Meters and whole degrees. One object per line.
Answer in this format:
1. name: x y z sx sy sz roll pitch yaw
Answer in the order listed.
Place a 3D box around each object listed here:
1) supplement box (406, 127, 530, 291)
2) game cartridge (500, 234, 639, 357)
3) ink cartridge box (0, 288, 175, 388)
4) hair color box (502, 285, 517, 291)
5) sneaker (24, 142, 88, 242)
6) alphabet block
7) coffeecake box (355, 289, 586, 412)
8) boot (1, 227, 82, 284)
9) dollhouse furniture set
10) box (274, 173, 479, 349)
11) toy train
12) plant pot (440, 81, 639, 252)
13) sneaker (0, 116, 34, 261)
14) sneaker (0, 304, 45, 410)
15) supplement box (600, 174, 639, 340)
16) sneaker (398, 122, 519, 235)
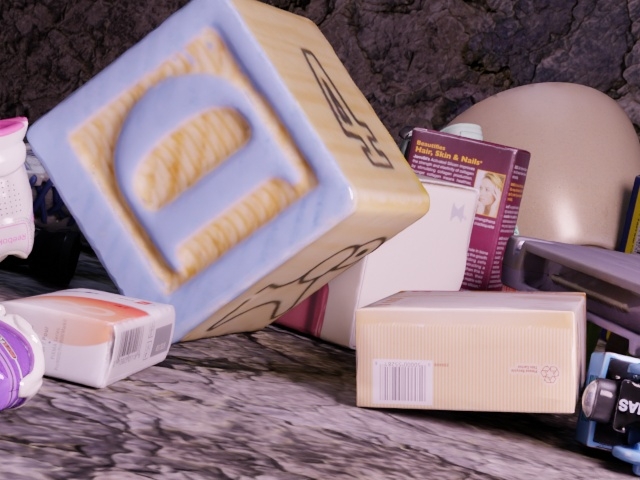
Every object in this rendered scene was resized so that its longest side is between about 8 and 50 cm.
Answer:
1. supplement box: 0.127 -0.005 1.539 0.104 0.188 0.081 13 4 18
2. game cartridge: 0.304 0.057 1.258 0.230 0.068 0.355 13 4 -13
3. ink cartridge box: -0.193 0.044 0.998 0.179 0.045 0.145 15 4 8
4. hair color box: 0.161 0.057 1.738 0.167 0.053 0.093 11 4 -27
5. sneaker: -0.310 -0.043 1.580 0.296 0.112 0.131 10 22 0
6. alphabet block: -0.062 -0.052 1.202 0.193 0.192 0.197 59 16 10
7. coffeecake box: 0.110 0.073 1.117 0.142 0.068 0.185 0 2 12
8. boot: -0.251 0.004 1.340 0.099 0.045 0.121 14 -3 -7
9. dollhouse furniture set: 0.270 0.120 1.415 0.152 0.058 0.076 32 -16 -34
10. box: 0.000 0.000 1.396 0.232 0.148 0.127 16 6 44
11. toy train: 0.255 0.119 1.041 0.184 0.080 0.105 12 -2 -1
12. plant pot: 0.271 -0.020 1.914 0.284 0.284 0.191 10 40 -24
13. sneaker: -0.293 -0.019 1.194 0.103 0.111 0.252 -13 4 -35
14. sneaker: -0.220 0.044 0.787 0.170 0.068 0.071 13 10 7
15. supplement box: 0.454 0.053 1.650 0.194 0.195 0.356 11 4 -11
16. sneaker: 0.162 -0.046 1.716 0.094 0.151 0.256 9 9 -46
